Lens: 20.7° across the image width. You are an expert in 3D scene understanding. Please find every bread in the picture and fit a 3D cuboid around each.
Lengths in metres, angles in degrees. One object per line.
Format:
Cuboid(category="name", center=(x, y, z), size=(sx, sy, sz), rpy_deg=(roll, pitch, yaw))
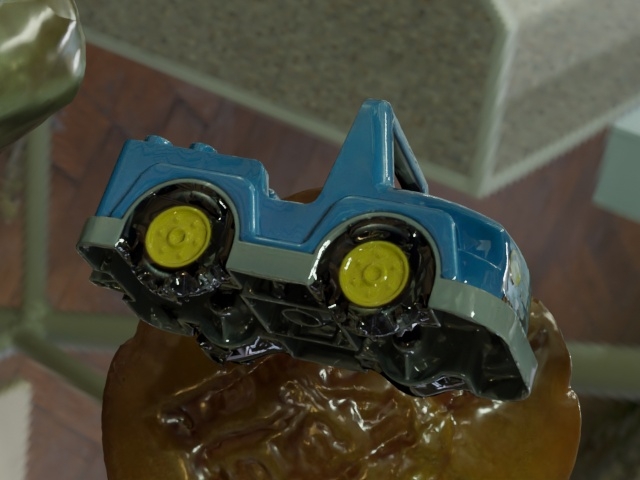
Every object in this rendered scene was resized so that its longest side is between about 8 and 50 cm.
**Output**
Cuboid(category="bread", center=(0.011, 0.102, 1.020), size=(0.148, 0.270, 0.270), rpy_deg=(-95, -153, -88))

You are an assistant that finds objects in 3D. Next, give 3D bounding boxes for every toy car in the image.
Cuboid(category="toy car", center=(0.000, 0.000, 0.713), size=(0.097, 0.191, 0.100), rpy_deg=(58, 47, -61))

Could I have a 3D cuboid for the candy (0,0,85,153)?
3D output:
Cuboid(category="candy", center=(-0.212, -0.064, 0.729), size=(0.234, 0.102, 0.104), rpy_deg=(-22, 169, -35))
